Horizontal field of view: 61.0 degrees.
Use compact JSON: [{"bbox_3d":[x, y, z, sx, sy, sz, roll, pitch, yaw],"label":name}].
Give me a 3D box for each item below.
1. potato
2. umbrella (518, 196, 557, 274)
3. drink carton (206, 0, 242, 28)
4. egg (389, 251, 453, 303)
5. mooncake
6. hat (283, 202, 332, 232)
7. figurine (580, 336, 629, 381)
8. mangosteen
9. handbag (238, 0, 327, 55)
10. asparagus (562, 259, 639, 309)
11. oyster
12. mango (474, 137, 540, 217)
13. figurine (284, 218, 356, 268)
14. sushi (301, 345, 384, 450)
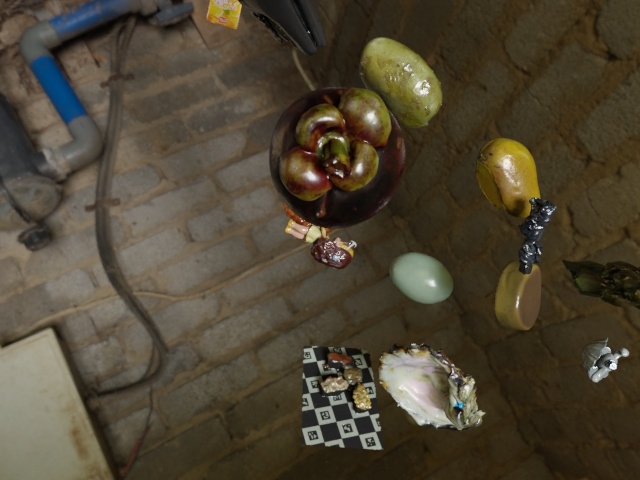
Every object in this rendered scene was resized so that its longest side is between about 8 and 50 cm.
[{"bbox_3d":[0.242,-0.477,1.654,0.173,0.307,0.210,-45,-174,-9],"label":"potato"},{"bbox_3d":[0.597,-0.009,1.541,0.072,0.080,0.224,-4,114,-21],"label":"umbrella"},{"bbox_3d":[-0.265,-0.746,1.587,0.096,0.071,0.222,12,121,-15],"label":"drink carton"},{"bbox_3d":[0.426,0.159,2.310,0.203,0.283,0.202,-52,156,-34],"label":"egg"},{"bbox_3d":[0.658,0.192,1.832,0.117,0.234,0.235,12,-159,41],"label":"mooncake"},{"bbox_3d":[0.011,-0.211,2.096,0.285,0.285,0.400,-35,-163,21],"label":"hat"},{"bbox_3d":[0.588,0.252,1.136,0.094,0.082,0.086,-54,173,-15],"label":"figurine"},{"bbox_3d":[0.035,-0.179,1.151,0.307,0.306,0.347,-31,178,2],"label":"mangosteen"},{"bbox_3d":[-0.100,-0.494,1.019,0.152,0.288,0.342,-33,-148,-1],"label":"handbag"},{"bbox_3d":[0.479,0.070,0.843,0.080,0.080,0.287,-26,-172,-18],"label":"asparagus"},{"bbox_3d":[0.232,0.302,1.106,0.092,0.259,0.198,-44,-179,-39],"label":"oyster"},{"bbox_3d":[0.569,-0.183,1.630,0.167,0.261,0.130,-25,-170,-3],"label":"mango"},{"bbox_3d":[0.001,0.002,1.789,0.115,0.240,0.174,-51,176,-28],"label":"figurine"},{"bbox_3d":[0.053,0.361,1.320,0.193,0.279,0.043,6,132,-6],"label":"sushi"}]
